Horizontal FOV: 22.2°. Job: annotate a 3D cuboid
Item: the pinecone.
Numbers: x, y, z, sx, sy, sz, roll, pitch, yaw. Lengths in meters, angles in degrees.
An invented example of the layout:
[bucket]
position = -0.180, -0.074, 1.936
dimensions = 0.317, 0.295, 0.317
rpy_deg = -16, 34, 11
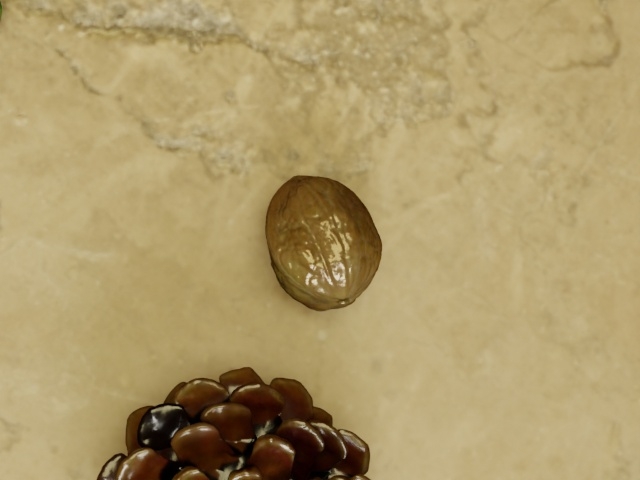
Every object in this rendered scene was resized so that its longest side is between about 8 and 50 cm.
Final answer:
[pinecone]
position = -0.070, 0.239, 1.323
dimensions = 0.264, 0.264, 0.264
rpy_deg = 1, 85, -6

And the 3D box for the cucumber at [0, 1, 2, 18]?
[cucumber]
position = -0.336, -0.247, 1.439
dimensions = 0.155, 0.037, 0.037
rpy_deg = 44, 82, -3

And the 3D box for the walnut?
[walnut]
position = 0.000, 0.000, 1.423
dimensions = 0.105, 0.105, 0.124
rpy_deg = -23, 75, -8
